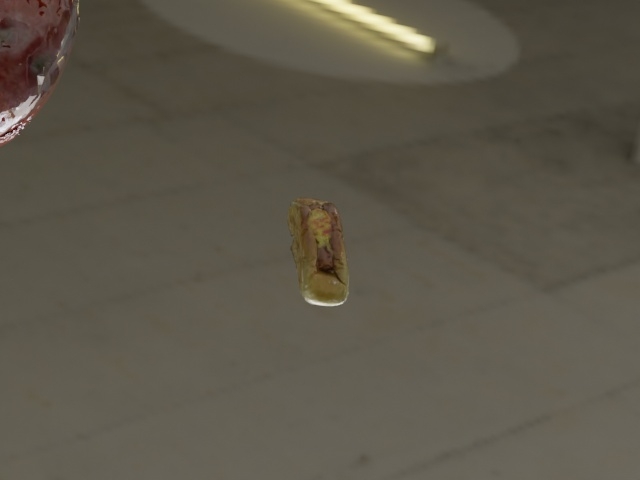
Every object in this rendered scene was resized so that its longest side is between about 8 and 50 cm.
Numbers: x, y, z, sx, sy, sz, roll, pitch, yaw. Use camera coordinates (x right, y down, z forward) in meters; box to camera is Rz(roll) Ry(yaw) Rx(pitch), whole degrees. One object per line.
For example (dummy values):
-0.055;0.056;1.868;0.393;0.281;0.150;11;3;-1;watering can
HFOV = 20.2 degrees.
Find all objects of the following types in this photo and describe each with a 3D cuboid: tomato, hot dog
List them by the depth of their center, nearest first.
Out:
-0.172;-0.120;0.890;0.099;0.173;0.189;10;172;7;tomato
0.000;0.000;1.115;0.030;0.034;0.090;4;-138;-13;hot dog
